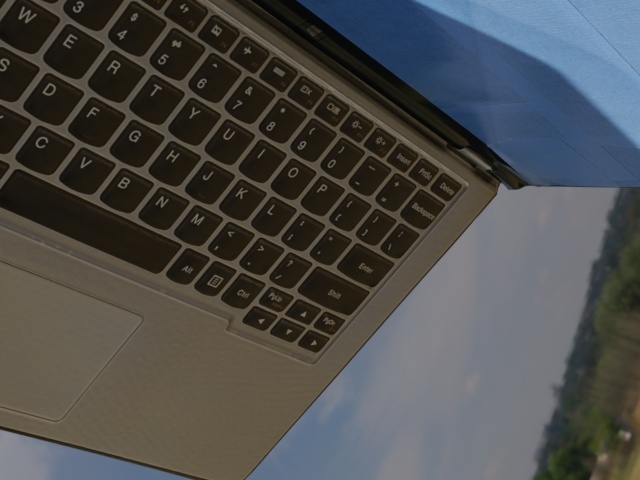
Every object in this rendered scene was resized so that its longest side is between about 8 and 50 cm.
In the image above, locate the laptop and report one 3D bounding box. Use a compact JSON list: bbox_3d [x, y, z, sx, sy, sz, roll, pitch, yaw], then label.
[{"bbox_3d":[0.000,0.000,0.439,0.382,0.236,0.408,29,-73,-44],"label":"laptop"}]
